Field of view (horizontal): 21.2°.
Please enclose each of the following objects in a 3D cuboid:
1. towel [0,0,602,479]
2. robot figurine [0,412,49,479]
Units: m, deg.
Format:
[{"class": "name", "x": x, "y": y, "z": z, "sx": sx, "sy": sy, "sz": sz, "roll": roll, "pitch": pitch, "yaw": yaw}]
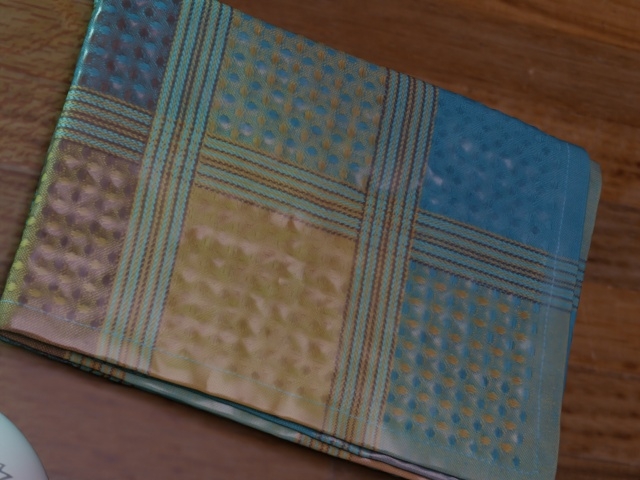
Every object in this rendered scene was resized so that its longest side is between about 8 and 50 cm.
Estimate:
[{"class": "towel", "x": 0.000, "y": 0.000, "z": 1.107, "sx": 0.370, "sy": 0.040, "sz": 0.271, "roll": 20, "pitch": 66, "yaw": -14}, {"class": "robot figurine", "x": -0.272, "y": 0.165, "z": 0.868, "sx": 0.278, "sy": 0.173, "sz": 0.209, "roll": -4, "pitch": 105, "yaw": -24}]
